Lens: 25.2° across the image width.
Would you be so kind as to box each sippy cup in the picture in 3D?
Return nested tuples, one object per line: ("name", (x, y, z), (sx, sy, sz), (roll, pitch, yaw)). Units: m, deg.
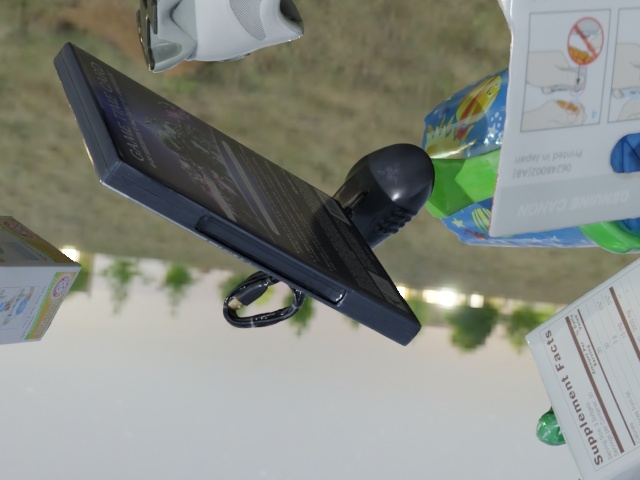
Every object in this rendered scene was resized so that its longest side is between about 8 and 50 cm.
("sippy cup", (0.230, -0.090, 1.453), (0.305, 0.240, 0.224), (27, 154, -37))

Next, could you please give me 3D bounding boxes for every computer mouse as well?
("computer mouse", (0.000, 0.000, 1.225), (0.242, 0.071, 0.041), (-41, 157, 22))

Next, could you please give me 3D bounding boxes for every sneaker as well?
("sneaker", (-0.054, -0.266, 0.979), (0.146, 0.122, 0.330), (-7, 139, -12))

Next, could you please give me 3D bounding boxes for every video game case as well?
("video game case", (-0.061, -0.034, 1.043), (0.274, 0.026, 0.196), (29, -163, -32))

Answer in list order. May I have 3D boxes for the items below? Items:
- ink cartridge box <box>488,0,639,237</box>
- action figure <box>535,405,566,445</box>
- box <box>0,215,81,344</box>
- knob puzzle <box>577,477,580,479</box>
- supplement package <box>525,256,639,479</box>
("ink cartridge box", (0.217, -0.212, 0.920), (0.308, 0.385, 0.091), (-8, -160, -32))
("action figure", (0.259, 0.106, 1.083), (0.232, 0.063, 0.137), (-16, -128, -24))
("box", (-0.365, 0.041, 1.524), (0.114, 0.103, 0.203), (33, -170, 17))
("knob puzzle", (0.285, 0.219, 1.081), (0.213, 0.213, 0.030), (6, 139, -27))
("supplement package", (0.226, 0.059, 0.811), (0.105, 0.105, 0.179), (4, 147, -41))
